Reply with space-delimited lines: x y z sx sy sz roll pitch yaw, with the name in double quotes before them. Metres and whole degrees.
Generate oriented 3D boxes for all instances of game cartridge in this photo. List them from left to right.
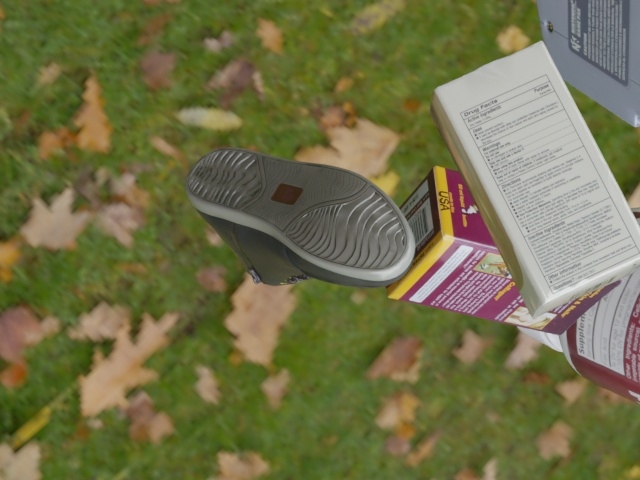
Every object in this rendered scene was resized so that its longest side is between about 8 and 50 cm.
"game cartridge" 0.294 -0.273 1.790 0.062 0.198 0.297 -23 132 -19

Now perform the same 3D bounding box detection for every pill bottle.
"pill bottle" 0.418 0.092 2.028 0.224 0.392 0.224 -18 120 -36

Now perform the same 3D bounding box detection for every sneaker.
"sneaker" 0.000 0.000 1.412 0.083 0.222 0.118 -52 141 -18

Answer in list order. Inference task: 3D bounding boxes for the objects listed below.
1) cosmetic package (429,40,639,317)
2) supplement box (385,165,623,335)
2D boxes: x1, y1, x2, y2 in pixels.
"cosmetic package" 0.102 -0.028 0.822 0.060 0.115 0.041 -23 169 -6
"supplement box" 0.161 0.012 1.565 0.188 0.080 0.104 13 142 -24
